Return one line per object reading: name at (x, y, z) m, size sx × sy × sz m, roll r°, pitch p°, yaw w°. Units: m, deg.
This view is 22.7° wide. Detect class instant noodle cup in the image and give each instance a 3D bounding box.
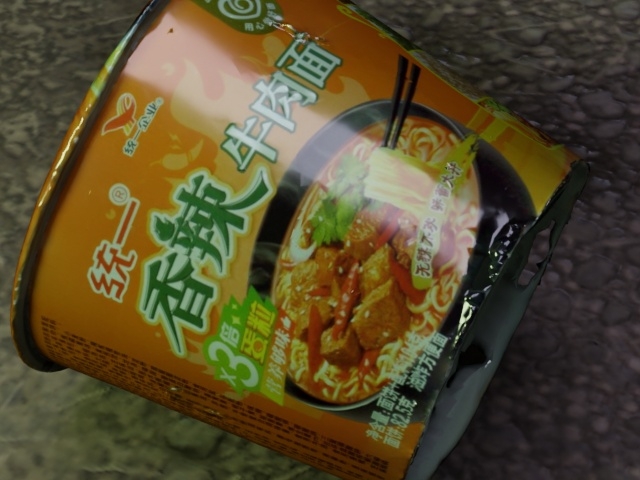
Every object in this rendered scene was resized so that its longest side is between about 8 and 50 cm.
instant noodle cup at (0.000, 0.000, 0.713) m, size 0.182 × 0.230 × 0.230 m, roll 29°, pitch 50°, yaw 13°
